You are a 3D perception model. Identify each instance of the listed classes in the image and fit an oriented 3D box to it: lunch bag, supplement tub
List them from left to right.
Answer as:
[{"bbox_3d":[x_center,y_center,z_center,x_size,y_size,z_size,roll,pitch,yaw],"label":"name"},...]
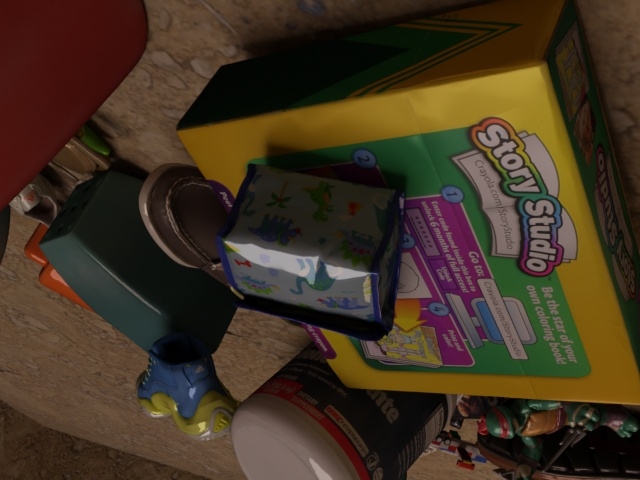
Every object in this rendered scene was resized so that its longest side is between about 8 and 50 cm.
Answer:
[{"bbox_3d":[-0.003,0.023,0.624,0.129,0.096,0.151,14,150,13],"label":"lunch bag"},{"bbox_3d":[0.044,0.201,0.944,0.191,0.272,0.191,27,136,30],"label":"supplement tub"}]

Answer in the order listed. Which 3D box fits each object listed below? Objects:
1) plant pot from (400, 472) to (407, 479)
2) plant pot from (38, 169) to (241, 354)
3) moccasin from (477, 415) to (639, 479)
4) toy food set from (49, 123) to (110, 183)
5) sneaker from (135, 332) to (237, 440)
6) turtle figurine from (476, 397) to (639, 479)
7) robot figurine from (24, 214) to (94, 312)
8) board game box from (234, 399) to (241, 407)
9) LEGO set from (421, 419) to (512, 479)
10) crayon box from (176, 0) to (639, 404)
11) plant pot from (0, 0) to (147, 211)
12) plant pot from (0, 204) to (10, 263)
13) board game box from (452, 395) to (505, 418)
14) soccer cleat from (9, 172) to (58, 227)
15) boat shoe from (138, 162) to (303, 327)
[{"bbox_3d":[0.018,0.331,1.334,0.272,0.271,0.255,14,138,15],"label":"plant pot"},{"bbox_3d":[-0.235,0.023,1.039,0.165,0.165,0.234,-12,135,48],"label":"plant pot"},{"bbox_3d":[0.421,0.319,1.140,0.380,0.139,0.147,0,138,21],"label":"moccasin"},{"bbox_3d":[-0.321,-0.128,0.962,0.132,0.038,0.192,40,160,-22],"label":"toy food set"},{"bbox_3d":[-0.184,0.167,1.004,0.240,0.091,0.126,5,113,53],"label":"sneaker"},{"bbox_3d":[0.288,0.221,0.953,0.234,0.118,0.175,-12,149,-19],"label":"turtle figurine"},{"bbox_3d":[-0.335,0.042,1.184,0.219,0.128,0.158,32,131,-18],"label":"robot figurine"},{"bbox_3d":[-0.284,0.380,1.871,0.181,0.043,0.092,30,152,-16],"label":"board game box"},{"bbox_3d":[0.282,0.359,1.272,0.182,0.060,0.244,8,-166,-47],"label":"LEGO set"},{"bbox_3d":[0.099,-0.008,0.689,0.313,0.106,0.363,-4,133,32],"label":"crayon box"},{"bbox_3d":[-0.326,-0.153,0.678,0.275,0.243,0.275,18,153,9],"label":"plant pot"},{"bbox_3d":[-0.569,-0.045,1.052,0.248,0.252,0.247,15,152,14],"label":"plant pot"},{"bbox_3d":[0.124,0.175,1.103,0.243,0.042,0.165,-17,107,51],"label":"board game box"},{"bbox_3d":[-0.408,-0.081,1.038,0.076,0.068,0.196,56,179,25],"label":"soccer cleat"},{"bbox_3d":[-0.081,0.016,0.935,0.097,0.116,0.324,19,163,41],"label":"boat shoe"}]
